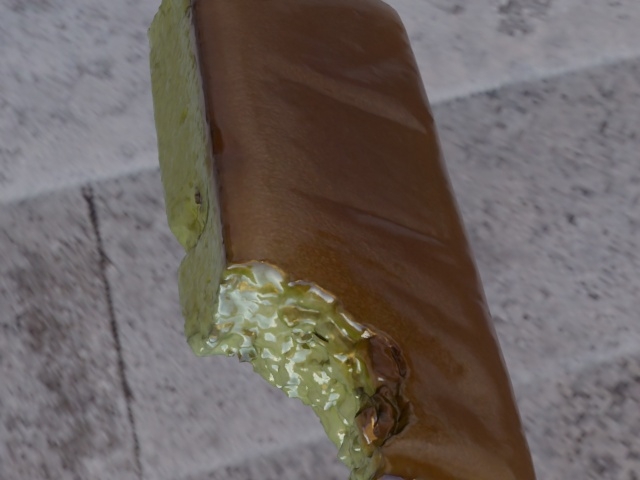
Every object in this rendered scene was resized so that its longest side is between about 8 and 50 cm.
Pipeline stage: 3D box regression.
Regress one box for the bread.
[{"bbox_3d":[0.000,0.000,0.569,0.088,0.226,0.049,16,126,-22],"label":"bread"}]
